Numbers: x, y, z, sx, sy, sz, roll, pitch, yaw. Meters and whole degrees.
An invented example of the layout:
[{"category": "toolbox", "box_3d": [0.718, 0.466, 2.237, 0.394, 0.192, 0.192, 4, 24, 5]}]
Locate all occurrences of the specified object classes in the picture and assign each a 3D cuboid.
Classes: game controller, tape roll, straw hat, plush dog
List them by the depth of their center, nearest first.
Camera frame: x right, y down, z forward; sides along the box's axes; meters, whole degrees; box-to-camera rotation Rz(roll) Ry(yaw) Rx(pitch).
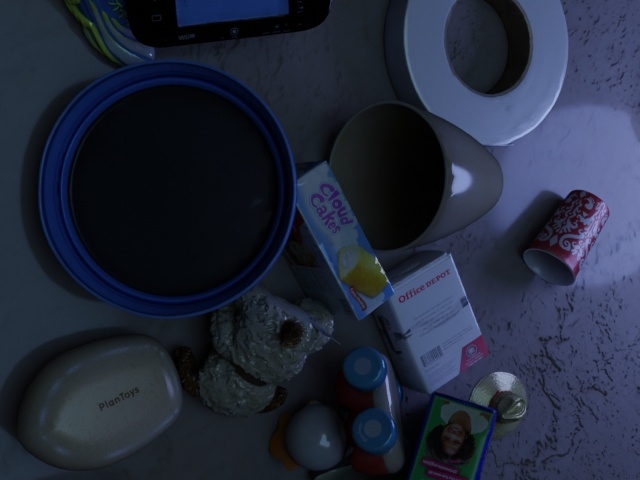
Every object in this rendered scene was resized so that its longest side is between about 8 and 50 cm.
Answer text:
[{"category": "game controller", "box_3d": [-0.137, -0.386, 1.600, 0.319, 0.067, 0.166, -9, 117, -12]}, {"category": "plush dog", "box_3d": [-0.111, 0.196, 1.730, 0.262, 0.210, 0.225, 26, 106, -25]}, {"category": "tape roll", "box_3d": [0.299, -0.368, 1.977, 0.392, 0.072, 0.392, -2, 94, -29]}, {"category": "straw hat", "box_3d": [0.364, 0.325, 2.048, 0.144, 0.061, 0.144, -2, 94, -29]}]

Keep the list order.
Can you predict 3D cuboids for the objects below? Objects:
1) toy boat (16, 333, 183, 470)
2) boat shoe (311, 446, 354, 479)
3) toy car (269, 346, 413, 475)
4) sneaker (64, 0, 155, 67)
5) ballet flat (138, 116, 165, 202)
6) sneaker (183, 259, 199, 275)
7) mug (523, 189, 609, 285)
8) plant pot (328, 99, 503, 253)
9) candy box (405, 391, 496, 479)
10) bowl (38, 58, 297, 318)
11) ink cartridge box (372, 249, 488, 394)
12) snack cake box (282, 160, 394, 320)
[{"category": "toy boat", "box_3d": [-0.331, 0.315, 1.637, 0.267, 0.148, 0.318, -17, 93, -32]}, {"category": "boat shoe", "box_3d": [0.040, 0.397, 1.886, 0.137, 0.049, 0.043, -20, 59, -24]}, {"category": "toy car", "box_3d": [0.020, 0.311, 1.812, 0.238, 0.219, 0.210, -12, 66, 9]}, {"category": "sneaker", "box_3d": [-0.328, -0.364, 1.602, 0.091, 0.126, 0.240, -47, 112, -19]}, {"category": "ballet flat", "box_3d": [-0.282, -0.149, 1.675, 0.079, 0.077, 0.221, 15, 85, -9]}, {"category": "sneaker", "box_3d": [-0.187, -0.056, 1.707, 0.101, 0.106, 0.267, 16, 83, -26]}, {"category": "mug", "box_3d": [0.490, -0.002, 2.096, 0.113, 0.150, 0.169, 32, 69, 11]}, {"category": "plant pot", "box_3d": [0.195, -0.108, 1.853, 0.274, 0.256, 0.256, -2, 93, -49]}, {"category": "candy box", "box_3d": [0.214, 0.436, 1.856, 0.122, 0.268, 0.317, 15, 83, 12]}, {"category": "bowl", "box_3d": [-0.229, -0.077, 1.603, 0.391, 0.077, 0.391, 0, 90, 1]}, {"category": "ink cartridge box", "box_3d": [0.193, 0.146, 1.930, 0.158, 0.092, 0.218, -29, 107, -25]}, {"category": "snack cake box", "box_3d": [0.000, 0.000, 1.784, 0.089, 0.152, 0.264, -36, 109, -23]}]
